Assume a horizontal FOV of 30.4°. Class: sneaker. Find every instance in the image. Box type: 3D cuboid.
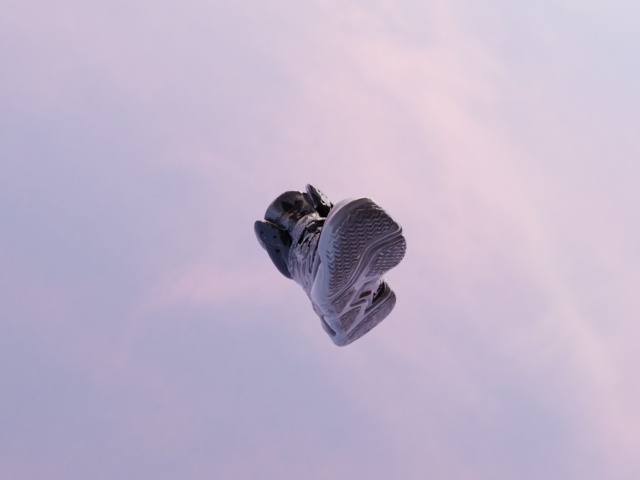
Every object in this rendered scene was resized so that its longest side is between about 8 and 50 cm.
[{"bbox_3d":[0.000,0.000,1.160,0.101,0.268,0.153,-36,-111,-13],"label":"sneaker"}]
